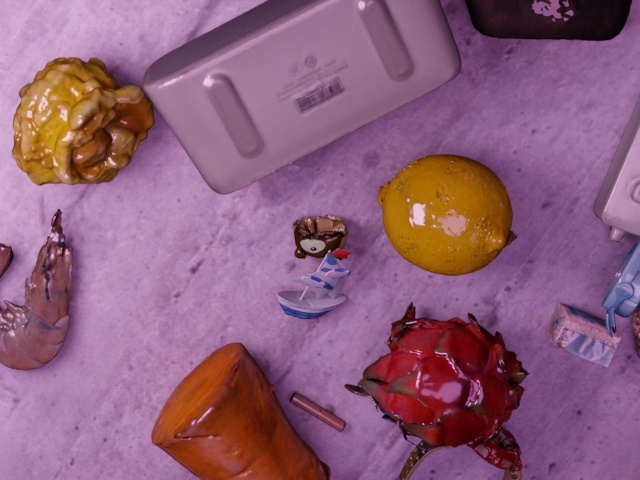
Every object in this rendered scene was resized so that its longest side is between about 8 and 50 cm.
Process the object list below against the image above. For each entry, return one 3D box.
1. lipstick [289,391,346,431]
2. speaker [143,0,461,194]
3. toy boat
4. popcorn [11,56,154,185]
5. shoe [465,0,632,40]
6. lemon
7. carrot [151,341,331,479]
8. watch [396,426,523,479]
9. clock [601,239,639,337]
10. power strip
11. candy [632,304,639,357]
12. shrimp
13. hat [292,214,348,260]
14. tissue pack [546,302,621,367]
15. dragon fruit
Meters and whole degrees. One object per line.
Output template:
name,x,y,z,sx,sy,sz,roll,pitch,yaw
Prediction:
lipstick,-0.004,0.260,1.970,0.094,0.019,0.019,33,100,-12
speaker,-0.019,-0.234,1.756,0.406,0.183,0.184,-27,111,3
toy boat,0.006,0.063,1.891,0.105,0.034,0.149,25,121,-40
popcorn,-0.321,-0.150,1.747,0.155,0.197,0.198,39,100,18
shoe,0.252,-0.390,1.736,0.384,0.171,0.237,12,100,-16
lemon,0.174,-0.038,1.827,0.206,0.173,0.173,16,105,15
carrot,-0.100,0.300,1.890,0.196,0.196,0.254,-41,109,6
watch,0.197,0.389,1.993,0.164,0.102,0.268,23,110,-12
clock,0.448,0.070,1.894,0.045,0.108,0.147,29,81,8
power strip,0.500,-0.173,1.873,0.091,0.062,0.385,19,102,-7
candy,0.521,0.139,1.956,0.095,0.085,0.110,-6,95,-12
shrimp,-0.428,0.066,1.864,0.145,0.059,0.254,7,110,3
hat,0.000,0.000,1.871,0.077,0.076,0.059,-6,118,-8
tissue pack,0.392,0.140,1.943,0.094,0.074,0.059,21,105,-7
dragon fruit,0.167,0.204,1.884,0.274,0.193,0.192,-4,112,7
